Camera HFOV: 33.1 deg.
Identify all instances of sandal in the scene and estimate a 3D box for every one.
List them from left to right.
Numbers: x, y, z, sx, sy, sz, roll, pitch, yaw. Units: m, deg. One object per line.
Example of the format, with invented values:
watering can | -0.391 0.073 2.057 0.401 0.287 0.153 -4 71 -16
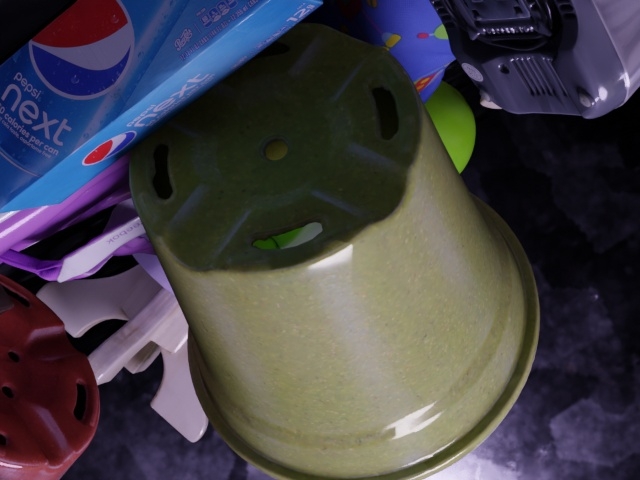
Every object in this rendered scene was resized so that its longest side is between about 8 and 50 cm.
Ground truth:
sandal | -0.131 -0.041 0.848 0.416 0.102 0.169 -33 177 -35

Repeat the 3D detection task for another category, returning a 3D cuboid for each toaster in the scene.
toaster | 0.107 -0.178 0.505 0.146 0.227 0.129 -41 -160 -12

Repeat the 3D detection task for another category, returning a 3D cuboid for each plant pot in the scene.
plant pot | -0.338 0.170 0.874 0.265 0.272 0.272 -44 172 21
plant pot | 0.000 0.000 0.730 0.276 0.276 0.254 -33 147 -5

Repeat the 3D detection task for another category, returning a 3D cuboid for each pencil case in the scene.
pencil case | 0.076 -0.175 0.726 0.133 0.119 0.306 -4 167 -18

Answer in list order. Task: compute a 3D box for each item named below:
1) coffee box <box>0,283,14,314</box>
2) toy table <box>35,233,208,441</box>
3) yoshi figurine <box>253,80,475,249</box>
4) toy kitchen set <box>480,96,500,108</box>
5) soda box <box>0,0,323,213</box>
coffee box | -0.338 0.075 0.669 0.247 0.098 0.141 -34 176 16
toy table | -0.187 0.093 1.251 0.161 0.252 0.274 -49 164 0
yoshi figurine | 0.032 -0.019 0.994 0.203 0.203 0.362 65 45 -69
toy kitchen set | 0.161 -0.249 0.970 0.122 0.166 0.207 -38 -150 55
soda box | -0.107 -0.100 0.599 0.210 0.067 0.071 -35 175 19
